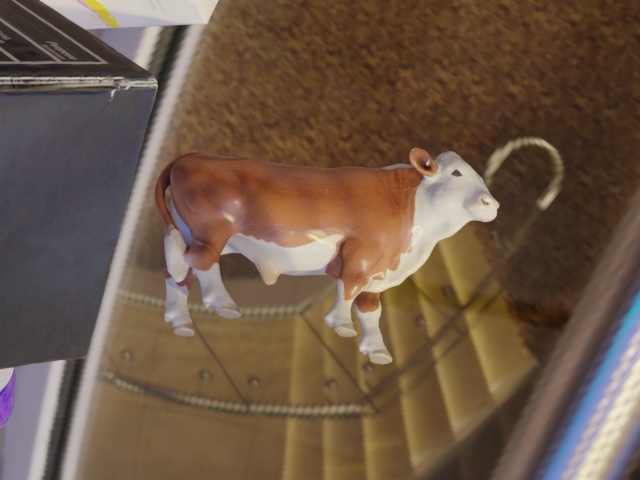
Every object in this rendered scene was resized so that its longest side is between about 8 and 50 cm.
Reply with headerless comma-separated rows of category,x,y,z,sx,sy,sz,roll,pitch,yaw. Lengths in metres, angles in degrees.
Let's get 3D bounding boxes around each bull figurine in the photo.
bull figurine,0.000,0.000,1.389,0.310,0.188,0.101,5,155,9

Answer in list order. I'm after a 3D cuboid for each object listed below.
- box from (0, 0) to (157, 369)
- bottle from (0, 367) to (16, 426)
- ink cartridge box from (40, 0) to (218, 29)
box,-0.298,-0.060,0.810,0.294,0.296,0.183,-6,121,-44
bottle,-0.371,0.151,1.599,0.092,0.283,0.118,-32,87,-26
ink cartridge box,-0.199,-0.339,1.701,0.119,0.353,0.207,62,39,-44
